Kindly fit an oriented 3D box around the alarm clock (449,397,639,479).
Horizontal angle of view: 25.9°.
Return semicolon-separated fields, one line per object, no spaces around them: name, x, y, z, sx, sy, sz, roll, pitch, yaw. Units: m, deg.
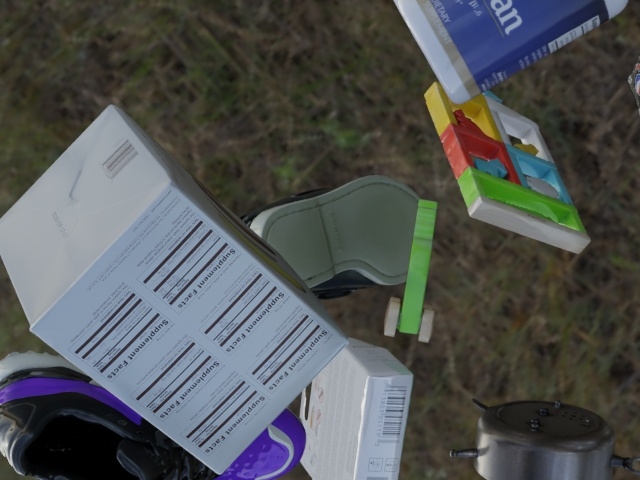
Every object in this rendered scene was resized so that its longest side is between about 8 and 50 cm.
alarm clock;0.228;0.193;1.296;0.192;0.129;0.064;11;104;21

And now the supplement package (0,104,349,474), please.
supplement package;-0.121;0.034;1.085;0.203;0.149;0.194;43;-178;-31

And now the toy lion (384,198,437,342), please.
toy lion;0.068;0.019;0.974;0.034;0.096;0.100;10;-178;3

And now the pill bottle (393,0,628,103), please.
pill bottle;0.136;-0.167;0.884;0.094;0.169;0.094;58;-172;-12

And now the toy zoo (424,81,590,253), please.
toy zoo;0.248;-0.117;1.911;0.192;0.293;0.030;17;128;-30

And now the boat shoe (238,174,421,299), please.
boat shoe;0.000;0.004;1.535;0.113;0.340;0.127;-8;95;36

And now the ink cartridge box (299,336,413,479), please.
ink cartridge box;0.031;0.195;1.518;0.225;0.056;0.181;-136;51;-70

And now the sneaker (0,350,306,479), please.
sneaker;-0.143;0.184;1.196;0.146;0.293;0.102;-128;52;-64

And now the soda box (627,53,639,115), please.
soda box;0.404;-0.167;1.413;0.060;0.169;0.053;98;162;-62
